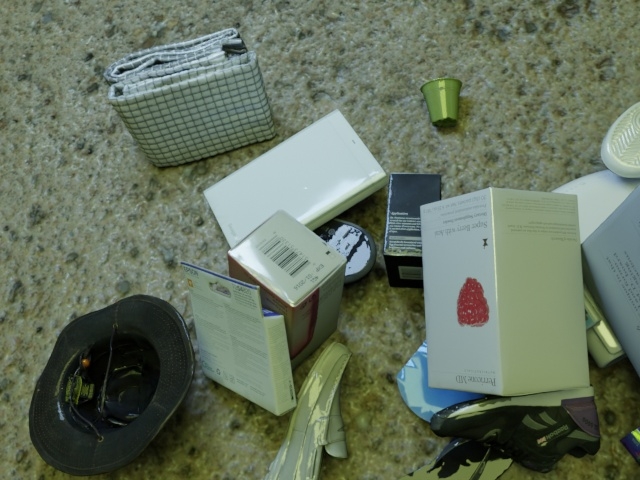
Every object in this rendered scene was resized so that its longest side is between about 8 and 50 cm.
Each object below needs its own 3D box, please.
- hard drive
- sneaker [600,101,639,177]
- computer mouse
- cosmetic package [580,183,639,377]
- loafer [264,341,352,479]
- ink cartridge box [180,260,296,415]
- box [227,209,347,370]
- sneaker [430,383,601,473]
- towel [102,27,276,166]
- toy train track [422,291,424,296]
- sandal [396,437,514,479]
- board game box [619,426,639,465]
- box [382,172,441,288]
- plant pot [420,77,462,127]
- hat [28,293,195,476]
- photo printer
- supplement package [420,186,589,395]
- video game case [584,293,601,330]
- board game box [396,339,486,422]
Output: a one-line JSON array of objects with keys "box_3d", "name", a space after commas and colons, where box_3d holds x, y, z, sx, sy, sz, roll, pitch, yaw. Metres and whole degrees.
[{"box_3d": [-0.051, -0.100, 1.357, 0.308, 0.040, 0.203, -31, 54, 0], "name": "hard drive"}, {"box_3d": [0.619, -0.193, 1.285, 0.350, 0.148, 0.131, -33, 69, -19], "name": "sneaker"}, {"box_3d": [0.000, 0.000, 1.346, 0.272, 0.072, 0.188, 34, 76, 34], "name": "computer mouse"}, {"box_3d": [0.588, 0.046, 0.935, 0.330, 0.393, 0.327, -25, 74, -1], "name": "cosmetic package"}, {"box_3d": [-0.003, 0.324, 1.177, 0.112, 0.112, 0.319, 18, 77, 11], "name": "loafer"}, {"box_3d": [-0.135, 0.148, 1.178, 0.045, 0.223, 0.223, -23, 25, -37], "name": "ink cartridge box"}, {"box_3d": [-0.058, 0.088, 1.206, 0.149, 0.232, 0.127, 37, 60, 21], "name": "box"}, {"box_3d": [0.309, 0.296, 1.103, 0.284, 0.107, 0.124, -3, 74, -17], "name": "sneaker"}, {"box_3d": [-0.246, -0.280, 1.416, 0.284, 0.235, 0.121, -17, 59, 1], "name": "towel"}, {"box_3d": [0.221, 0.113, 1.287, 0.083, 0.014, 0.048, 25, 79, 24], "name": "toy train track"}, {"box_3d": [0.217, 0.365, 1.148, 0.255, 0.054, 0.097, -37, 66, -9], "name": "sandal"}, {"box_3d": [0.659, 0.376, 1.064, 0.233, 0.078, 0.347, -31, 65, -6], "name": "board game box"}, {"box_3d": [0.165, -0.014, 1.274, 0.093, 0.156, 0.158, 3, 66, 11], "name": "box"}, {"box_3d": [0.242, -0.268, 1.428, 0.084, 0.083, 0.079, -4, 78, 7], "name": "plant pot"}, {"box_3d": [-0.328, 0.258, 1.236, 0.332, 0.134, 0.331, -14, 57, 22], "name": "hat"}, {"box_3d": [0.501, 0.028, 1.231, 0.256, 0.107, 0.307, -25, 65, -3], "name": "photo printer"}, {"box_3d": [0.277, 0.080, 1.106, 0.176, 0.178, 0.292, 2, 82, -28], "name": "supplement package"}, {"box_3d": [0.339, 0.098, 1.213, 0.183, 0.023, 0.201, -43, 59, 31], "name": "video game case"}, {"box_3d": [0.216, 0.232, 1.223, 0.133, 0.033, 0.168, 38, 77, 17], "name": "board game box"}]
